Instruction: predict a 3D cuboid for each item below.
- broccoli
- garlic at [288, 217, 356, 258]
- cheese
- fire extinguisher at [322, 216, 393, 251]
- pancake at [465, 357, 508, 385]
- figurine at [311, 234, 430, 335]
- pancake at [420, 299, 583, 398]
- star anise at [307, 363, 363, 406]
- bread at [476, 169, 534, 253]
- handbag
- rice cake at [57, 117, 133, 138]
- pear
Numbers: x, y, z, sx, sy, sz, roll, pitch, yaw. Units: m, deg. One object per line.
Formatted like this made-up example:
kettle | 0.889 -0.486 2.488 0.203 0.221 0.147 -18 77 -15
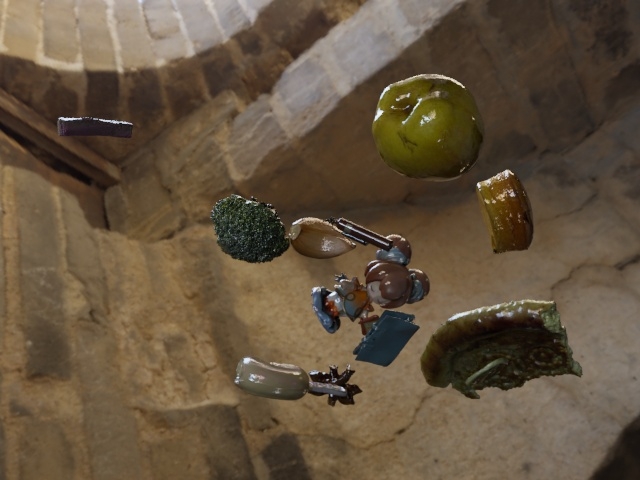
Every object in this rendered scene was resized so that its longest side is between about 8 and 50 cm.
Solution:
broccoli | -0.209 -0.029 1.874 0.226 0.198 0.176 8 -164 -42
garlic | 0.002 -0.009 1.940 0.206 0.128 0.115 11 -131 -8
cheese | -0.072 0.360 1.577 0.286 0.082 0.163 14 179 -14
fire extinguisher | 0.089 -0.015 1.454 0.173 0.035 0.049 25 170 21
pancake | 0.366 0.288 1.366 0.017 0.108 0.108 59 -166 27
figurine | 0.187 0.182 2.280 0.277 0.387 0.248 58 -160 -18
pancake | 0.399 0.276 1.464 0.305 0.426 0.067 44 -138 -22
star anise | 0.038 0.417 1.780 0.168 0.167 0.057 -109 18 -47
bread | 0.558 -0.082 1.868 0.196 0.142 0.270 -92 -19 -51
handbag | 0.214 0.323 2.062 0.144 0.221 0.057 15 -144 -26
rice cake | -0.541 -0.270 1.500 0.206 0.036 0.047 -9 -73 -56
pear | 0.191 -0.193 1.093 0.200 0.200 0.200 51 -166 -18
